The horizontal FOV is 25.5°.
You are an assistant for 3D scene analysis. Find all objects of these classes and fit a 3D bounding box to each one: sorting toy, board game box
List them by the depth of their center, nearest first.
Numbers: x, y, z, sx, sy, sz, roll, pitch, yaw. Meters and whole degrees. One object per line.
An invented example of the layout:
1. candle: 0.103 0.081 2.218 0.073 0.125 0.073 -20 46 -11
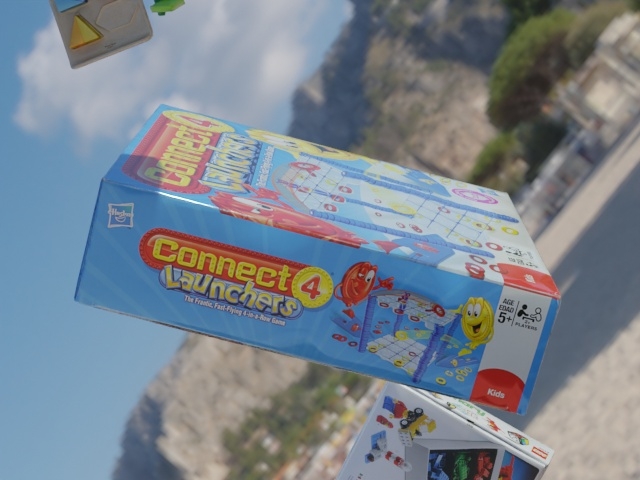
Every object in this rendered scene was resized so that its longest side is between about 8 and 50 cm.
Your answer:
1. sorting toy: -0.123 -0.144 0.844 0.083 0.062 0.012 -19 -4 16
2. board game box: 0.000 0.000 1.037 0.308 0.302 0.086 -89 14 -75
3. board game box: 0.100 0.311 1.549 0.305 0.193 0.053 -64 -11 19
